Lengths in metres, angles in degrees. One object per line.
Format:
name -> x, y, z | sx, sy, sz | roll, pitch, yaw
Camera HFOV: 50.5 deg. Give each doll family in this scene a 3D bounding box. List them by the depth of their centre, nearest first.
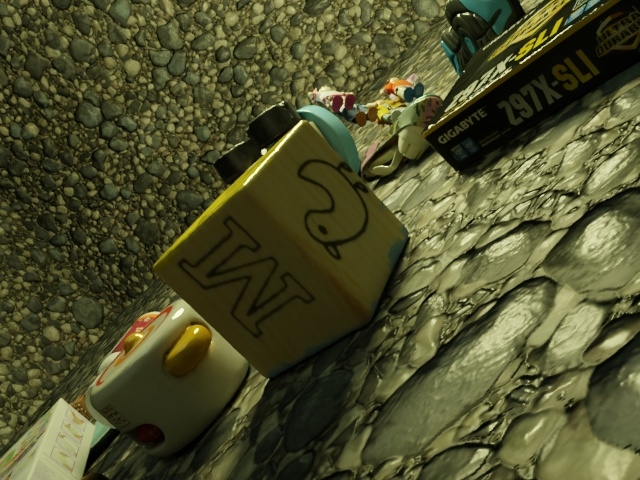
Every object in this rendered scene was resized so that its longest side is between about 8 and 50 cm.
doll family -> 0.103, -0.296, 1.534 | 0.263, 0.118, 0.163 | -10, 22, -14

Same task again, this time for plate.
plate -> -0.423, 0.372, 1.326 | 0.188, 0.024, 0.188 | -43, 10, 10

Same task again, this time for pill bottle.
pill bottle -> -0.331, 0.234, 1.243 | 0.121, 0.121, 0.221 | -40, 12, 24

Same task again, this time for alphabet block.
alphabet block -> -0.043, 0.012, 0.813 | 0.193, 0.197, 0.192 | -36, 14, 36

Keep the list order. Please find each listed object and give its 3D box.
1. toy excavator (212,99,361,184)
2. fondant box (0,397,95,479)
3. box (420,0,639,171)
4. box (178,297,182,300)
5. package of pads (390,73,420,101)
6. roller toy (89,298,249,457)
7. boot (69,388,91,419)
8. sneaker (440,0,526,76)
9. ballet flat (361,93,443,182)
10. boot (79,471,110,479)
toy excavator -> -0.028, -0.169, 1.546 | 0.445, 0.222, 0.433 | -36, 1, -44
fondant box -> -0.507, 0.437, 1.133 | 0.238, 0.096, 0.330 | -46, 16, -1
box -> 0.299, -0.248, 0.860 | 0.322, 0.079, 0.257 | -32, 18, 47
box -> -0.318, 0.135, 1.785 | 0.178, 0.042, 0.109 | -49, 11, -27
package of pads -> 0.231, -0.414, 1.851 | 0.083, 0.032, 0.050 | -36, 12, 37
roller toy -> -0.208, 0.181, 0.920 | 0.191, 0.146, 0.209 | -45, 11, 0
boot -> -0.613, 0.438, 1.706 | 0.085, 0.059, 0.158 | -43, 2, 23
sneaker -> 0.294, -0.378, 1.161 | 0.140, 0.125, 0.341 | -31, 4, 6
ballet flat -> 0.139, -0.160, 1.161 | 0.221, 0.077, 0.079 | -38, 30, 53
boot -> -0.321, 0.381, 0.781 | 0.165, 0.077, 0.213 | -43, 13, 16
